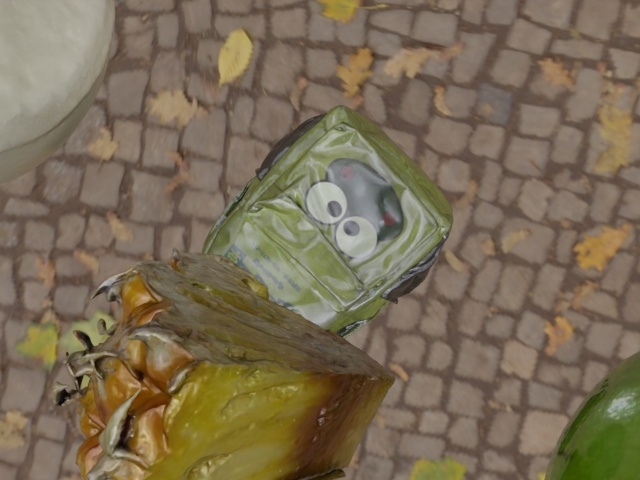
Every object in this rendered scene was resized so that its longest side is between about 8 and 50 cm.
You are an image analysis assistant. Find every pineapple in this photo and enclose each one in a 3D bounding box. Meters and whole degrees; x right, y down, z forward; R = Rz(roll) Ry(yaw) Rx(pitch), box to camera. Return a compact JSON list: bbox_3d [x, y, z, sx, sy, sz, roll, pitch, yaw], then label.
[{"bbox_3d":[-0.056,0.080,0.708,0.186,0.236,0.114,25,112,-1],"label":"pineapple"}]

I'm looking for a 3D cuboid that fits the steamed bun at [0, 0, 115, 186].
[{"bbox_3d":[-0.279,-0.148,0.743,0.177,0.283,0.283,-26,110,45],"label":"steamed bun"}]

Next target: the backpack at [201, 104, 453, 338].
[{"bbox_3d":[0.000,0.000,1.229,0.253,0.140,0.207,-43,87,3],"label":"backpack"}]

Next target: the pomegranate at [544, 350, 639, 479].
[{"bbox_3d":[0.219,0.149,0.651,0.190,0.159,0.241,-4,141,15],"label":"pomegranate"}]
